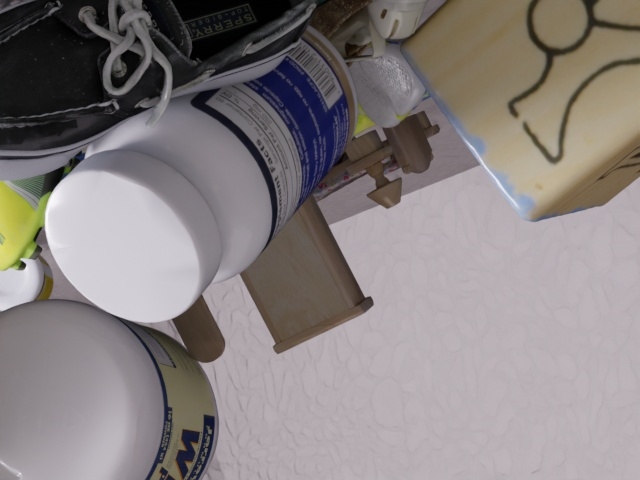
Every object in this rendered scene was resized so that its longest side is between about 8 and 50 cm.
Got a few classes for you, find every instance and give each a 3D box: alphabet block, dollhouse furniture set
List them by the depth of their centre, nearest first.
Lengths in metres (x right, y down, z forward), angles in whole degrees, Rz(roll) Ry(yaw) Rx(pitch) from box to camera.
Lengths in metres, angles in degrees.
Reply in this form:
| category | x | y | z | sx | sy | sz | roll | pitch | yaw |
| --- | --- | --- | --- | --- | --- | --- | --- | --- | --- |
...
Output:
| category | x | y | z | sx | sy | sz | roll | pitch | yaw |
| --- | --- | --- | --- | --- | --- | --- | --- | --- | --- |
| alphabet block | 0.221 | -0.152 | 1.089 | 0.197 | 0.192 | 0.193 | -41 | 166 | 29 |
| dollhouse furniture set | 0.000 | 0.000 | 1.587 | 0.303 | 0.174 | 0.355 | -26 | -178 | 21 |

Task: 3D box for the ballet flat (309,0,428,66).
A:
| category | x | y | z | sx | sy | sz | roll | pitch | yaw |
| --- | --- | --- | --- | --- | --- | --- | --- | --- | --- |
| ballet flat | 0.049 | -0.187 | 1.075 | 0.073 | 0.067 | 0.206 | -14 | 174 | -25 |

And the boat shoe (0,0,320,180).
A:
| category | x | y | z | sx | sy | sz | roll | pitch | yaw |
| --- | --- | --- | --- | --- | --- | --- | --- | --- | --- |
| boat shoe | -0.123 | -0.127 | 0.859 | 0.306 | 0.113 | 0.105 | -18 | 171 | -32 |

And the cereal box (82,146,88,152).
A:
| category | x | y | z | sx | sy | sz | roll | pitch | yaw |
| --- | --- | --- | --- | --- | --- | --- | --- | --- | --- |
| cereal box | -0.257 | -0.096 | 1.132 | 0.240 | 0.047 | 0.173 | -18 | 174 | 0 |

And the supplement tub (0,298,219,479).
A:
| category | x | y | z | sx | sy | sz | roll | pitch | yaw |
| --- | --- | --- | --- | --- | --- | --- | --- | --- | --- |
| supplement tub | -0.245 | 0.196 | 1.430 | 0.235 | 0.235 | 0.325 | -18 | 167 | 7 |

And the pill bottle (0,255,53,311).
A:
| category | x | y | z | sx | sy | sz | roll | pitch | yaw |
| --- | --- | --- | --- | --- | --- | --- | --- | --- | --- |
| pill bottle | -0.460 | 0.060 | 2.004 | 0.103 | 0.103 | 0.184 | -17 | 176 | -6 |

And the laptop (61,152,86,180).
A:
| category | x | y | z | sx | sy | sz | roll | pitch | yaw |
| --- | --- | --- | --- | --- | --- | --- | --- | --- | --- |
| laptop | -0.276 | 0.039 | 1.474 | 0.408 | 0.236 | 0.382 | -58 | -172 | -17 |

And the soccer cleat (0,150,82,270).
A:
| category | x | y | z | sx | sy | sz | roll | pitch | yaw |
| --- | --- | --- | --- | --- | --- | --- | --- | --- | --- |
| soccer cleat | -0.249 | -0.067 | 1.013 | 0.121 | 0.093 | 0.289 | 20 | 151 | -8 |

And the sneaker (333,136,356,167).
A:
| category | x | y | z | sx | sy | sz | roll | pitch | yaw |
| --- | --- | --- | --- | --- | --- | --- | --- | --- | --- |
| sneaker | -0.063 | -0.093 | 1.769 | 0.222 | 0.083 | 0.118 | -18 | 176 | 22 |

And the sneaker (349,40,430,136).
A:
| category | x | y | z | sx | sy | sz | roll | pitch | yaw |
| --- | --- | --- | --- | --- | --- | --- | --- | --- | --- |
| sneaker | 0.078 | -0.174 | 1.379 | 0.126 | 0.091 | 0.240 | -29 | -172 | -21 |

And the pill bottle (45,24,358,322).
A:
| category | x | y | z | sx | sy | sz | roll | pitch | yaw |
| --- | --- | --- | --- | --- | --- | --- | --- | --- | --- |
| pill bottle | -0.086 | -0.060 | 1.009 | 0.153 | 0.153 | 0.264 | -20 | -161 | 36 |
